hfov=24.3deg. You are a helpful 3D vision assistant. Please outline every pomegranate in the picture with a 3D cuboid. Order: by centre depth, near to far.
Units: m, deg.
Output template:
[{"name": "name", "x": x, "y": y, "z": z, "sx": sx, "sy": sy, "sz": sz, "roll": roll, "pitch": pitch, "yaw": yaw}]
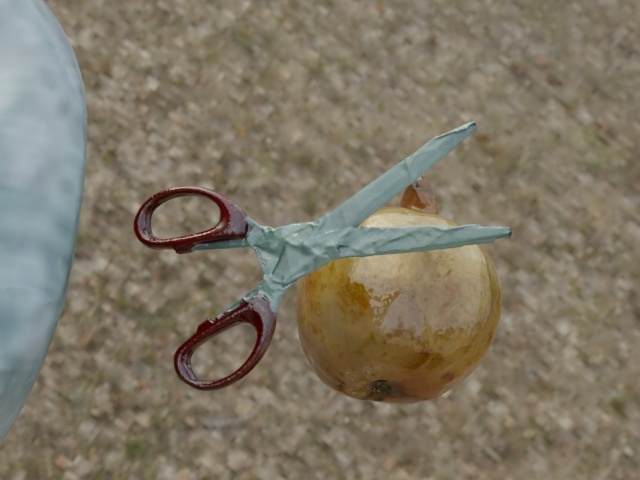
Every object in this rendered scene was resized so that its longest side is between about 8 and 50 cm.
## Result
[{"name": "pomegranate", "x": 0.074, "y": 0.063, "z": 1.464, "sx": 0.207, "sy": 0.207, "sz": 0.207, "roll": 28, "pitch": 28, "yaw": -16}]

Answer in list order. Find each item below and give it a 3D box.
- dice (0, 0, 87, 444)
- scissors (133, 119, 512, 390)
[{"name": "dice", "x": -0.366, "y": -0.027, "z": 0.927, "sx": 0.348, "sy": 0.328, "sz": 0.330, "roll": 16, "pitch": 72, "yaw": -32}, {"name": "scissors", "x": 0.000, "y": 0.000, "z": 0.995, "sx": 0.017, "sy": 0.248, "sz": 0.144, "roll": 25, "pitch": 46, "yaw": -72}]
